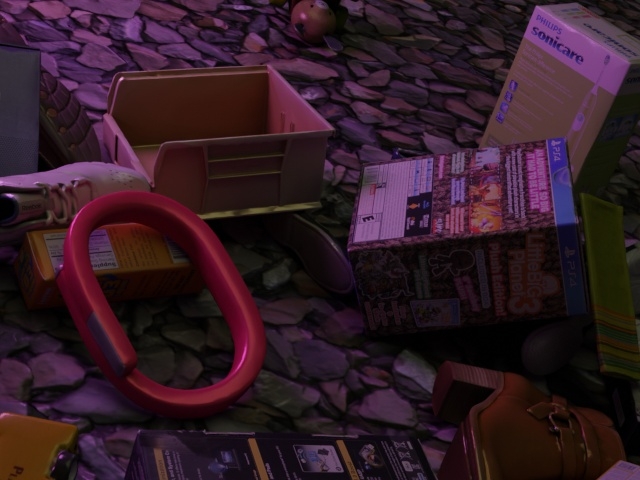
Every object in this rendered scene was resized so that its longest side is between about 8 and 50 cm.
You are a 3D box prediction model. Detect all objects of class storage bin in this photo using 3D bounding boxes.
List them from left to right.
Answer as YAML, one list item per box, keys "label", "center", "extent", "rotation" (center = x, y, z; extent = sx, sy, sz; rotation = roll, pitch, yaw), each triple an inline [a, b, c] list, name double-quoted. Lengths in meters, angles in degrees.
- label: "storage bin"
  center: [-0.152, -0.143, 1.726]
  extent: [0.260, 0.123, 0.262]
  rotation: [-6, 30, -22]

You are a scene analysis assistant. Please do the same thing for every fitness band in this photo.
- label: "fitness band"
  center: [-0.183, 0.071, 1.419]
  extent: [0.209, 0.054, 0.291]
  rotation: [-13, 64, -39]

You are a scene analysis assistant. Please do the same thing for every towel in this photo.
- label: "towel"
  center: [0.373, 0.060, 1.565]
  extent: [0.102, 0.021, 0.237]
  rotation: [16, 65, -49]

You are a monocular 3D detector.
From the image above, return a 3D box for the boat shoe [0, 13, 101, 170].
- label: "boat shoe"
  center: [-0.432, -0.192, 1.730]
  extent: [0.324, 0.116, 0.123]
  rotation: [51, 17, 16]

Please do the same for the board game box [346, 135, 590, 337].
- label: "board game box"
  center: [0.197, -0.007, 1.625]
  extent: [0.291, 0.141, 0.232]
  rotation: [-7, 31, 12]

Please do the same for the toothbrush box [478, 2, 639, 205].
- label: "toothbrush box"
  center: [0.420, -0.228, 2.064]
  extent: [0.122, 0.283, 0.206]
  rotation: [-14, 43, -41]

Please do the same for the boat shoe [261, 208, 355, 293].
- label: "boat shoe"
  center: [0.000, 0.000, 1.690]
  extent: [0.065, 0.075, 0.206]
  rotation: [-13, 39, -36]

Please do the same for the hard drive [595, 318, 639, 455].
- label: "hard drive"
  center: [0.553, 0.224, 1.642]
  extent: [0.339, 0.064, 0.237]
  rotation: [16, 32, -6]

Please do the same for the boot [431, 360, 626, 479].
- label: "boot"
  center: [0.245, 0.258, 1.409]
  extent: [0.220, 0.109, 0.283]
  rotation: [18, 24, -9]

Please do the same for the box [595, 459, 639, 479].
- label: "box"
  center: [0.309, 0.311, 1.317]
  extent: [0.179, 0.043, 0.105]
  rotation: [-29, 20, -28]

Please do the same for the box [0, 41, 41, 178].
- label: "box"
  center: [-0.458, -0.146, 1.574]
  extent: [0.183, 0.059, 0.233]
  rotation: [6, 71, -22]

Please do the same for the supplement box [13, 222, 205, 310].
- label: "supplement box"
  center: [-0.250, 0.028, 1.500]
  extent: [0.233, 0.078, 0.080]
  rotation: [-4, 58, -31]

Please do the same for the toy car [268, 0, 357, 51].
- label: "toy car"
  center: [-0.005, -0.435, 2.317]
  extent: [0.155, 0.149, 0.188]
  rotation: [19, 41, -19]

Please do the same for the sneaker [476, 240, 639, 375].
- label: "sneaker"
  center: [0.332, 0.063, 1.681]
  extent: [0.268, 0.101, 0.153]
  rotation: [-36, 46, -24]

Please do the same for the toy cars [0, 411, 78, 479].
- label: "toy cars"
  center: [-0.235, 0.321, 1.057]
  extent: [0.176, 0.087, 0.394]
  rotation: [-21, 49, -21]

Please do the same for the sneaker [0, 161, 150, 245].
- label: "sneaker"
  center: [-0.341, -0.036, 1.487]
  extent: [0.297, 0.111, 0.129]
  rotation: [-12, 3, -27]

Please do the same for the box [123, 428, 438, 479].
- label: "box"
  center: [0.002, 0.343, 1.137]
  extent: [0.318, 0.097, 0.395]
  rotation: [6, 34, -23]

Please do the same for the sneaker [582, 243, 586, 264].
- label: "sneaker"
  center: [0.310, -0.042, 1.825]
  extent: [0.109, 0.130, 0.286]
  rotation: [0, 47, -40]

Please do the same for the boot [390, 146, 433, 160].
- label: "boot"
  center: [0.190, -0.080, 1.901]
  extent: [0.190, 0.086, 0.069]
  rotation: [15, 31, -5]
